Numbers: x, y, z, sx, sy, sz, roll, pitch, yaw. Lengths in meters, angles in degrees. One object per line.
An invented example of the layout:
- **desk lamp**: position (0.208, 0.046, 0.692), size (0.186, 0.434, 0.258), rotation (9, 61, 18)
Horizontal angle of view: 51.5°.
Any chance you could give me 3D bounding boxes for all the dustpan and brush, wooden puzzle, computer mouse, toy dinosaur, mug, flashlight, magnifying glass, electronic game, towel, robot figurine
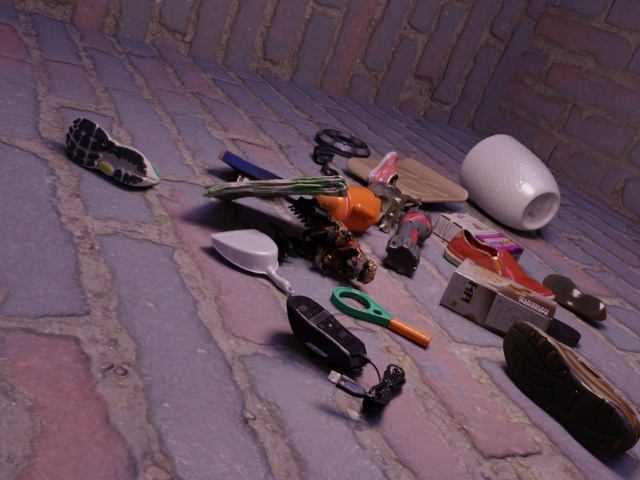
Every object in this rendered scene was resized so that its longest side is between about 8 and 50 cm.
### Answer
- **dustpan and brush**: position (-0.125, 0.046, 1.421), size (0.211, 0.060, 0.147), rotation (29, 23, 35)
- **wooden puzzle**: position (0.303, -0.195, 2.343), size (0.347, 0.081, 0.322), rotation (-9, 36, -44)
- **computer mouse**: position (0.021, 0.207, 1.164), size (0.262, 0.060, 0.184), rotation (37, 20, 7)
- **toy dinosaur**: position (0.205, -0.132, 2.040), size (0.160, 0.121, 0.314), rotation (26, 22, -26)
- **mug**: position (0.739, -0.170, 2.471), size (0.374, 0.276, 0.328), rotation (43, 10, -41)
- **flashlight**: position (0.247, 0.002, 1.804), size (0.103, 0.103, 0.304), rotation (-2, 22, 14)
- **magnifying glass**: position (0.128, 0.161, 1.409), size (0.230, 0.026, 0.092), rotation (28, 23, 15)
- **electronic game**: position (0.091, -0.381, 2.611), size (0.229, 0.048, 0.229), rotation (18, 23, -8)
- **towel**: position (-0.097, -0.118, 1.594), size (0.324, 0.038, 0.248), rotation (-3, 0, 5)
- **robot figurine**: position (0.067, -0.089, 1.795), size (0.219, 0.128, 0.158), rotation (2, 41, -39)
- **toy dinosaur**: position (0.000, 0.000, 1.569), size (0.218, 0.165, 0.321), rotation (21, -4, -41)
- **computer mouse**: position (0.020, -0.263, 2.297), size (0.071, 0.041, 0.242), rotation (5, 32, -15)

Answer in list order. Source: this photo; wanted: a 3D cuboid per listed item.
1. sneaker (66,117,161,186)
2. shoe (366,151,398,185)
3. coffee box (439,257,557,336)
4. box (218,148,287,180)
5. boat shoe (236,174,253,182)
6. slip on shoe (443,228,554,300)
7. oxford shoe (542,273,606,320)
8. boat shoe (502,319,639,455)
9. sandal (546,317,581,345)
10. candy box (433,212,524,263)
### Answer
- **sneaker**: position (-0.509, -0.204, 1.622), size (0.275, 0.107, 0.110), rotation (33, 5, 15)
- **shoe**: position (0.231, -0.228, 2.201), size (0.081, 0.064, 0.178), rotation (26, 48, 24)
- **coffee box**: position (0.432, 0.152, 1.606), size (0.246, 0.098, 0.141), rotation (28, 23, 17)
- **box**: position (-0.167, -0.183, 1.862), size (0.225, 0.037, 0.136), rotation (26, -2, 15)
- **boat shoe**: position (-0.209, -0.146, 1.793), size (0.043, 0.049, 0.137), rotation (21, 17, -7)
- **slip on shoe**: position (0.502, 0.076, 1.847), size (0.331, 0.101, 0.123), rotation (33, 23, 25)
- **oxford shoe**: position (0.725, 0.170, 1.901), size (0.076, 0.076, 0.212), rotation (43, 0, -42)
- **boat shoe**: position (0.503, 0.294, 1.335), size (0.119, 0.123, 0.324), rotation (9, 32, -41)
- **sandal**: position (0.548, 0.182, 1.700), size (0.254, 0.055, 0.097), rotation (26, 22, 12)
- **candy box**: position (0.487, -0.001, 2.052), size (0.159, 0.071, 0.233), rotation (-3, 33, -45)
